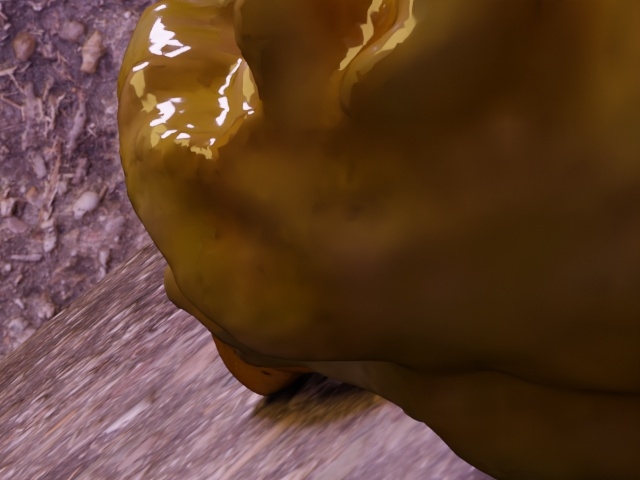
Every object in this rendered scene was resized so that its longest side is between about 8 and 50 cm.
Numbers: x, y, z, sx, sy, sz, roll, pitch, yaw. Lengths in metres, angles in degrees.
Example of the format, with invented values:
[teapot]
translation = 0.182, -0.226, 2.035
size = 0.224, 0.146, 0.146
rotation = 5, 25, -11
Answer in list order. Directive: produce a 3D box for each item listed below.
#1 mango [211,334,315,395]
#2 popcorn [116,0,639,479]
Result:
[mango]
translation = -0.004, 0.000, 0.903
size = 0.120, 0.177, 0.295
rotation = -7, -21, -40
[popcorn]
translation = 0.084, -0.024, 0.511
size = 0.297, 0.281, 0.316
rotation = 0, -14, 11
